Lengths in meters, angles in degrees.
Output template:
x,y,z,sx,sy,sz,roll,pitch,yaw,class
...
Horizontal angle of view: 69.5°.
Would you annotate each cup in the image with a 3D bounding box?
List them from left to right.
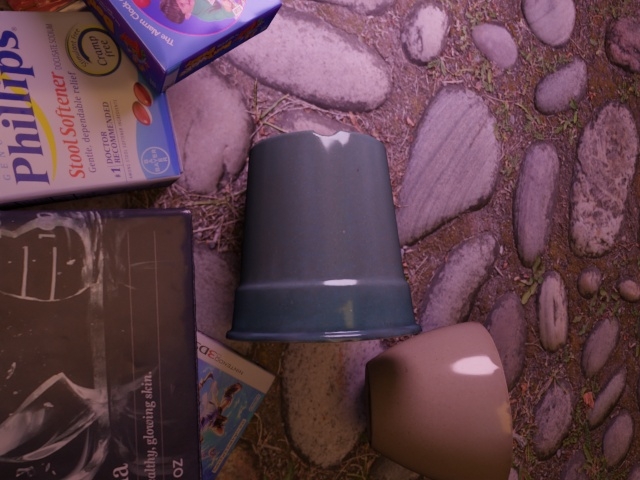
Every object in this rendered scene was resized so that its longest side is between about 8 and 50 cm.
x,y,z,sx,sy,sz,roll,pitch,yaw,class
0.215,0.336,0.951,0.237,0.331,0.331,-1,92,0,cup

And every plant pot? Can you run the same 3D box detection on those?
x,y,z,sx,sy,sz,roll,pitch,yaw,class
0.000,0.000,0.830,0.341,0.341,0.334,1,84,-24,plant pot

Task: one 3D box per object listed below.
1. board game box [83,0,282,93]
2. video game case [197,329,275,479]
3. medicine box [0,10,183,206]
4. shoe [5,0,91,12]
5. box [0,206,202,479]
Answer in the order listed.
x,y,z,sx,sy,sz,roll,pitch,yaw,class
-0.256,-0.429,0.678,0.233,0.078,0.347,-42,101,-24,board game box
-0.256,0.309,0.852,0.244,0.061,0.269,35,77,-20,video game case
-0.397,-0.200,0.730,0.289,0.149,0.263,-13,96,-24,medicine box
-0.421,-0.410,0.760,0.178,0.063,0.081,-39,111,-14,shoe
-0.408,0.200,0.578,0.472,0.297,0.479,-3,93,-22,box
